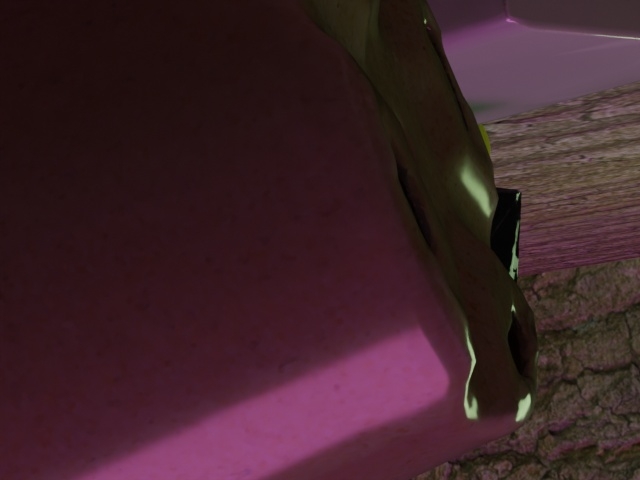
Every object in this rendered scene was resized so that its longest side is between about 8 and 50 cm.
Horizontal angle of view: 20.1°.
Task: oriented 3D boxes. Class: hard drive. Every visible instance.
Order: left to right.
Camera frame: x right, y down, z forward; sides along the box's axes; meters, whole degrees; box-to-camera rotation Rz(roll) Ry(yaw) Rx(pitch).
[{"bbox_3d":[0.053,-0.093,0.994,0.210,0.040,0.319,-2,172,-42],"label":"hard drive"}]

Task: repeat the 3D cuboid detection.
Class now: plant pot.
[{"bbox_3d":[-0.095,0.011,0.684,0.305,0.333,0.334,-20,171,14],"label":"plant pot"}]

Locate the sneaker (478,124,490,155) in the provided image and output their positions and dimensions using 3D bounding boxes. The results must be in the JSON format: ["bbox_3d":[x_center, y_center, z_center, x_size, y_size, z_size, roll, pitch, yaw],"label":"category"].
[{"bbox_3d":[0.049,-0.057,1.285,0.144,0.053,0.059,-3,175,-28],"label":"sneaker"}]

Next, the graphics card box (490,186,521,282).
[{"bbox_3d":[-0.092,-0.001,1.076,0.233,0.094,0.371,-1,-173,-42],"label":"graphics card box"}]
